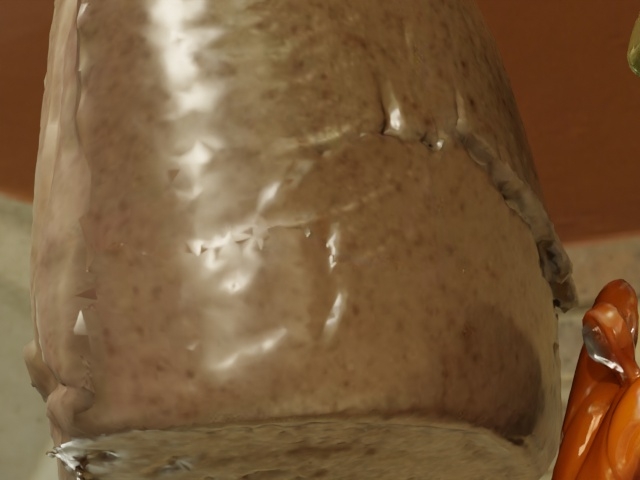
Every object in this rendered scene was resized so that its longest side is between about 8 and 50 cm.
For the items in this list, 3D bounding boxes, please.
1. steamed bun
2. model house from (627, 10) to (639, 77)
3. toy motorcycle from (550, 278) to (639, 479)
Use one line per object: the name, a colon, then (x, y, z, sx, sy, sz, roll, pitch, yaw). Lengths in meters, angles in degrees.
steamed bun: (0.000, 0.000, 0.649, 0.199, 0.251, 0.301, 1, -16, 0)
model house: (0.234, -0.213, 0.823, 0.261, 0.321, 0.266, 23, -20, -6)
toy motorcycle: (0.199, 0.078, 0.531, 0.326, 0.221, 0.148, -25, -37, -15)
